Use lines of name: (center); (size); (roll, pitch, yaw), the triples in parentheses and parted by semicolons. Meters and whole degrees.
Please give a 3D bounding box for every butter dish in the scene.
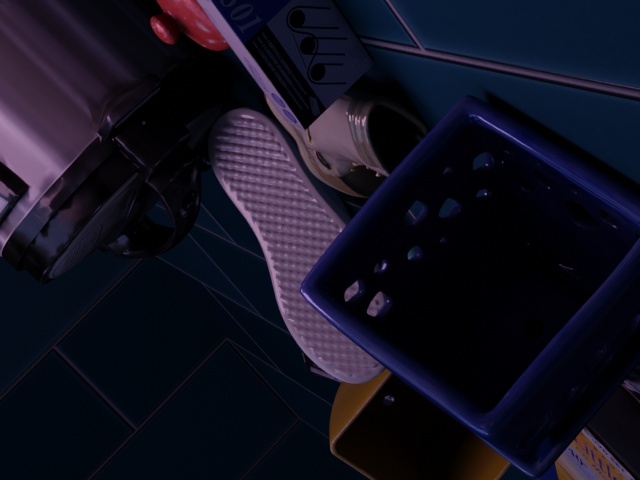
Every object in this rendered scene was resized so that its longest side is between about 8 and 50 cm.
butter dish: (-0.118, -0.242, 1.509); (0.160, 0.118, 0.160); (47, 167, -13)

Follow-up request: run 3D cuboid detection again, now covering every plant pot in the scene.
plant pot: (0.136, 0.210, 1.986); (0.212, 0.212, 0.187); (36, -174, -18)
plant pot: (0.164, 0.054, 1.329); (0.236, 0.236, 0.212); (38, 173, 32)

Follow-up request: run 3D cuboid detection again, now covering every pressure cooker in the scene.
pressure cooker: (-0.321, -0.153, 1.931); (0.420, 0.375, 0.370); (44, -161, -2)

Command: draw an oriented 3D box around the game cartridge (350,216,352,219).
game cartridge: (-0.003, -0.003, 2.121); (0.198, 0.062, 0.297); (46, 169, -29)

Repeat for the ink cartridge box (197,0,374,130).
ink cartridge box: (-0.043, -0.210, 1.414); (0.046, 0.097, 0.207); (30, 162, 53)

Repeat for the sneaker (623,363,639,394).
sneaker: (0.319, 0.119, 1.432); (0.077, 0.072, 0.178); (42, -179, -12)

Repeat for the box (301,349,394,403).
box: (0.074, 0.172, 2.259); (0.220, 0.051, 0.175); (19, 152, 19)

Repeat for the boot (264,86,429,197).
boot: (0.051, -0.094, 1.565); (0.165, 0.077, 0.213); (25, 163, 43)

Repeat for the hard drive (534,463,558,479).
hard drive: (0.373, 0.333, 2.039); (0.319, 0.040, 0.210); (28, 161, 53)

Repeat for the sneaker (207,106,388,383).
sneaker: (0.000, 0.000, 1.863); (0.365, 0.135, 0.150); (65, -162, 9)

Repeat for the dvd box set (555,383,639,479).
dvd box set: (0.364, 0.313, 1.621); (0.307, 0.062, 0.420); (48, 169, 31)

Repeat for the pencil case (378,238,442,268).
pencil case: (0.103, 0.025, 1.808); (0.064, 0.070, 0.151); (44, 168, 3)
